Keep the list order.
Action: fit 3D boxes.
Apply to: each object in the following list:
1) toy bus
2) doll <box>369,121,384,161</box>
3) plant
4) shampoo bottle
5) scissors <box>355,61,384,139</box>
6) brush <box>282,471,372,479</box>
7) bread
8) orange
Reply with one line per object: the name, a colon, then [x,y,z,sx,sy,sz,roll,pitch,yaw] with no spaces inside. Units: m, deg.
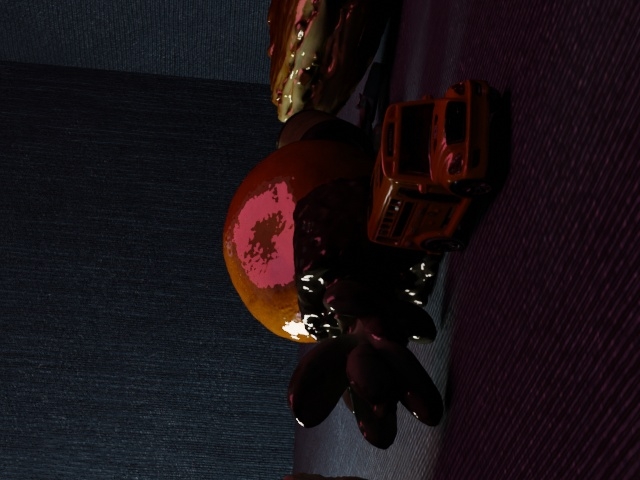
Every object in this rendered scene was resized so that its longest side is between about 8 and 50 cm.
toy bus: [0.086,-0.056,0.943,0.194,0.088,0.083,103,172,-69]
doll: [0.052,-0.035,1.594,0.183,0.085,0.217,105,-173,-50]
plant: [0.045,0.064,1.101,0.274,0.146,0.149,-91,-13,-46]
shampoo bottle: [-0.004,-0.123,1.579,0.284,0.101,0.101,-133,48,-75]
scissors: [0.059,-0.177,1.653,0.360,0.029,0.191,5,-83,-85]
brush: [0.001,0.361,1.064,0.166,0.174,0.266,105,176,-45]
bread: [0.022,-0.354,1.764,0.324,0.167,0.277,-96,18,-50]
orange: [0.000,0.000,1.370,0.171,0.240,0.240,-9,-72,-50]
